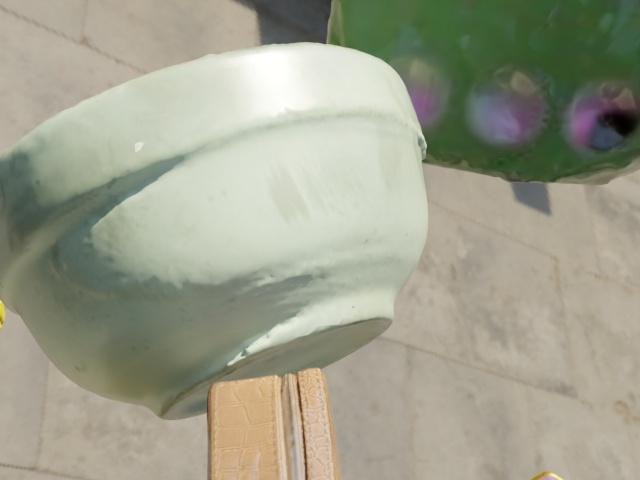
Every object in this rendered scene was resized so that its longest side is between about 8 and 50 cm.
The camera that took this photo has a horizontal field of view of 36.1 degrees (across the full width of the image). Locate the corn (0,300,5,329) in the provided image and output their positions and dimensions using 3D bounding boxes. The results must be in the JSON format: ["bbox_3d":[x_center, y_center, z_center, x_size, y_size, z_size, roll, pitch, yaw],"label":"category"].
[{"bbox_3d":[-0.298,0.043,0.771,0.067,0.206,0.067,0,74,-1],"label":"corn"}]

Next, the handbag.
[{"bbox_3d":[-0.013,0.179,0.535,0.151,0.072,0.193,-98,-179,-60],"label":"handbag"}]

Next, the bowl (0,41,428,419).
[{"bbox_3d":[-0.059,0.013,0.654,0.307,0.307,0.163,-7,68,-47],"label":"bowl"}]

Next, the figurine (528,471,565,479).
[{"bbox_3d":[0.208,0.325,0.929,0.189,0.263,0.142,6,42,-13],"label":"figurine"}]

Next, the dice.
[{"bbox_3d":[0.176,-0.246,0.912,0.322,0.318,0.330,9,23,2],"label":"dice"}]
